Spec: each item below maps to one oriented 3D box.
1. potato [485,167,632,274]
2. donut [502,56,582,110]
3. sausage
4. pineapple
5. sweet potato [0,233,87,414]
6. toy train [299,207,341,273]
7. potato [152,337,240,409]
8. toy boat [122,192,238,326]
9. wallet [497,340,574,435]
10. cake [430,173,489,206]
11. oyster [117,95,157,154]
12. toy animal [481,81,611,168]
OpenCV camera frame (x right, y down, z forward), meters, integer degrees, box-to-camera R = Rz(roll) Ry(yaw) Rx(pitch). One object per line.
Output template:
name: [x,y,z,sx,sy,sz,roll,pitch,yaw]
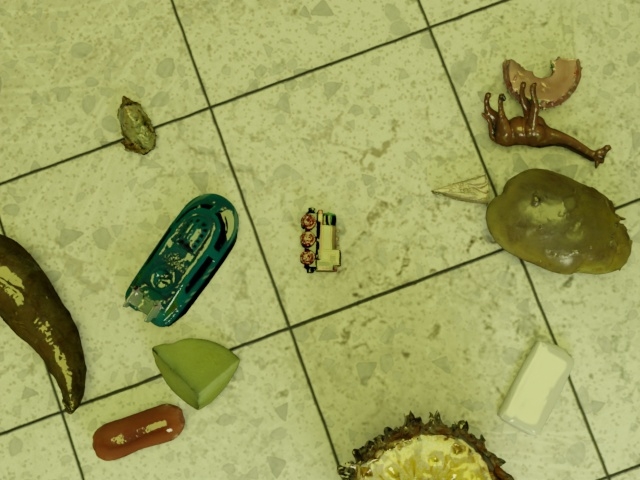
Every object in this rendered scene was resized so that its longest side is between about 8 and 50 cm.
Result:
potato: [0.482,-0.032,1.764,0.296,0.141,0.191,23,87,2]
donut: [0.462,-0.322,1.836,0.166,0.065,0.117,-2,81,3]
sausage: [-0.366,0.385,1.772,0.194,0.077,0.077,-19,83,1]
pineapple: [0.194,0.481,1.628,0.353,0.300,0.352,0,84,1]
sweet potato: [-0.580,0.151,1.784,0.130,0.130,0.422,-33,88,-2]
toy train: [0.000,0.000,1.820,0.087,0.050,0.137,1,82,-3]
potato: [-0.252,0.255,1.798,0.149,0.081,0.120,40,55,22]
toy boat: [-0.281,0.033,1.805,0.134,0.092,0.298,33,86,9]
wallet: [0.438,0.295,1.778,0.095,0.033,0.190,30,85,3]
cake: [0.288,-0.108,1.824,0.121,0.052,0.065,6,88,3]
oyster: [-0.388,-0.245,1.871,0.086,0.029,0.132,1,80,-4]
toy animal: [0.461,-0.227,1.808,0.224,0.066,0.229,-15,121,23]
